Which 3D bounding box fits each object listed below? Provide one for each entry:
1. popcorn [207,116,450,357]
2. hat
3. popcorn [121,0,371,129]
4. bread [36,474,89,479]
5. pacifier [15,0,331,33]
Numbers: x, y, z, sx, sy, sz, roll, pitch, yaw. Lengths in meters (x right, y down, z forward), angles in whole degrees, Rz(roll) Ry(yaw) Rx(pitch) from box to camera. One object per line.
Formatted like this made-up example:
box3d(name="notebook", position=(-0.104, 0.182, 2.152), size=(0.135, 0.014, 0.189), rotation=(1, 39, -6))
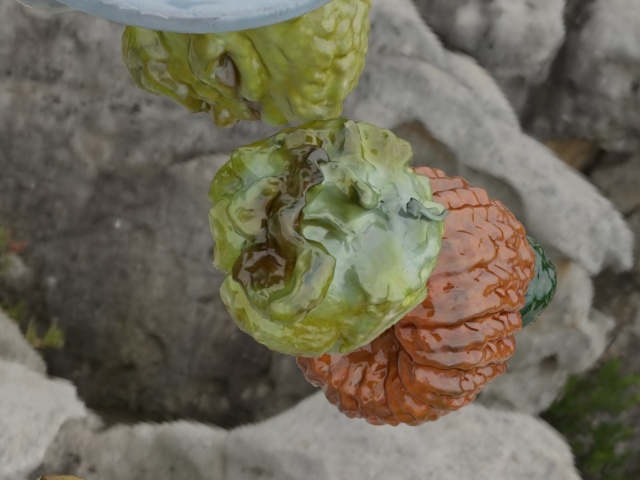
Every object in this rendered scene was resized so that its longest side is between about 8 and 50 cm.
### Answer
box3d(name="popcorn", position=(0.000, 0.000, 1.016), size=(0.198, 0.198, 0.212), rotation=(38, 18, 12))
box3d(name="hat", position=(0.167, 0.046, 1.507), size=(0.400, 0.285, 0.285), rotation=(-11, 55, -42))
box3d(name="popcorn", position=(-0.057, -0.206, 1.320), size=(0.225, 0.286, 0.173), rotation=(43, 47, -8))
box3d(name="bread", position=(-0.154, 0.272, 0.958), size=(0.195, 0.142, 0.270), rotation=(26, -1, -24))
box3d(name="pacifier", position=(-0.110, -0.171, 0.565), size=(0.287, 0.226, 0.238), rotation=(41, 61, 7))
